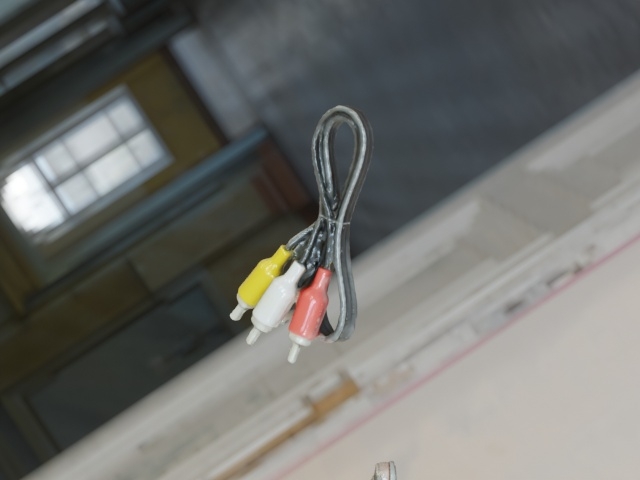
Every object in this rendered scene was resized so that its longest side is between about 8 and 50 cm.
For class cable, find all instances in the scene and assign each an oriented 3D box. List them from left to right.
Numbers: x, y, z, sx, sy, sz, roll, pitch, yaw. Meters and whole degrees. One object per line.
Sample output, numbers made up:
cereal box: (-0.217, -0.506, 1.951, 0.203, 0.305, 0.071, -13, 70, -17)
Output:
cable: (0.000, 0.000, 2.023, 0.139, 0.287, 0.072, 33, -155, 29)

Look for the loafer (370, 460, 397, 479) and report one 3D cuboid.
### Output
loafer: (0.044, 0.241, 1.570, 0.045, 0.039, 0.125, -88, 0, -58)
